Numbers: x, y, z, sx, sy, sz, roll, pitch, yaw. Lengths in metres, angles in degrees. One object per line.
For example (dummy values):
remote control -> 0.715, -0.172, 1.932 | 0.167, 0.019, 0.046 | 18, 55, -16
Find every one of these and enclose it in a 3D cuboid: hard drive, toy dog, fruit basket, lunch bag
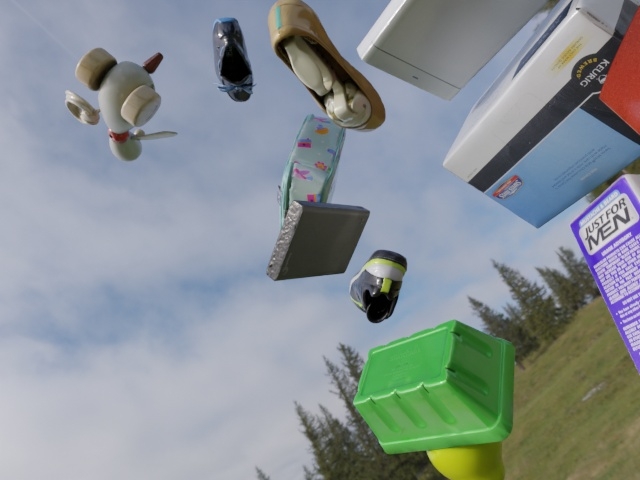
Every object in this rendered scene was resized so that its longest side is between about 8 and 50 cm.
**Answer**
hard drive -> 0.255, -0.400, 0.728 | 0.233, 0.047, 0.353 | 10, -38, -34
toy dog -> -0.415, -0.306, 1.002 | 0.161, 0.334, 0.220 | -50, -64, -24
fruit basket -> 0.312, 0.408, 1.077 | 0.392, 0.392, 0.283 | 108, -175, -47
lunch bag -> -0.021, -0.128, 1.014 | 0.108, 0.279, 0.224 | 14, -40, 2
hard drive -> 0.000, 0.000, 0.547 | 0.135, 0.022, 0.094 | -1, -62, -51

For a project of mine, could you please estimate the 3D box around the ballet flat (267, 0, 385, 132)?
ballet flat -> 0.011, -0.198, 0.582 | 0.080, 0.073, 0.232 | -23, -40, 30

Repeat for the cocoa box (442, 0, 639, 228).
cocoa box -> 0.424, -0.233, 0.778 | 0.231, 0.228, 0.347 | -56, -1, -33

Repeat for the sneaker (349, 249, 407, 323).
sneaker -> 0.089, 0.101, 0.791 | 0.234, 0.084, 0.097 | 94, -169, -62

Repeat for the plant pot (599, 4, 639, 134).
plant pot -> 0.456, -0.212, 0.394 | 0.267, 0.267, 0.235 | -1, -56, 11

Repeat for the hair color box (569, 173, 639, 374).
hair color box -> 0.417, 0.095, 0.444 | 0.185, 0.338, 0.110 | -1, -30, -11

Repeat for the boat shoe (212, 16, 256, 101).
boat shoe -> -0.216, -0.407, 1.082 | 0.109, 0.089, 0.258 | -13, -18, 1
